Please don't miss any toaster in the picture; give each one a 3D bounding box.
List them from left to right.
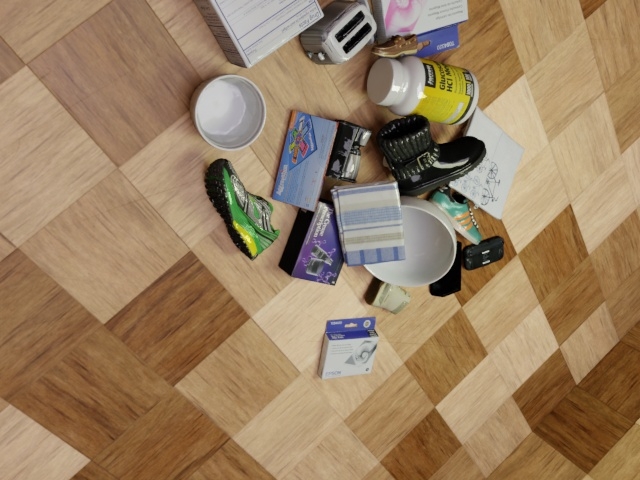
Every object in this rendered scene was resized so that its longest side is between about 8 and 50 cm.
[{"bbox_3d":[0.061,-0.605,1.747,0.227,0.146,0.129,-44,125,-8],"label":"toaster"}]

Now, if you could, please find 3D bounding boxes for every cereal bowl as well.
[{"bbox_3d":[0.290,-0.013,2.033,0.338,0.141,0.339,7,128,10],"label":"cereal bowl"}]

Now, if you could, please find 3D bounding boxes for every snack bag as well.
[{"bbox_3d":[0.616,-0.271,2.216,0.342,0.037,0.323,29,77,-35],"label":"snack bag"}]

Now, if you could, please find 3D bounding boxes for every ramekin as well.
[{"bbox_3d":[-0.265,-0.360,1.681,0.207,0.109,0.207,-11,114,-26],"label":"ramekin"}]

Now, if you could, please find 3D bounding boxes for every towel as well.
[{"bbox_3d":[0.156,-0.052,1.912,0.209,0.034,0.285,-7,117,8],"label":"towel"}]

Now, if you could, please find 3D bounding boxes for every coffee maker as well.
[{"bbox_3d":[0.059,-0.285,1.891,0.171,0.120,0.178,8,104,-31],"label":"coffee maker"}]

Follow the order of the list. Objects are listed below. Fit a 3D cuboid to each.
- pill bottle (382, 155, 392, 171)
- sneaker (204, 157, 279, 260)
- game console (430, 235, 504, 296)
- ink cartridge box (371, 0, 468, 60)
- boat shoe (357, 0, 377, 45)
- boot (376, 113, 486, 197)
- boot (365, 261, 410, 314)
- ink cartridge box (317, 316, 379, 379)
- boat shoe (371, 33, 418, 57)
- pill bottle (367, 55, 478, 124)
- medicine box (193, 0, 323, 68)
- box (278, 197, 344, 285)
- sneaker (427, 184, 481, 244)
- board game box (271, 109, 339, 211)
[{"bbox_3d":[0.271,-0.259,2.055,0.116,0.065,0.065,12,103,-33],"label":"pill bottle"},{"bbox_3d":[-0.232,-0.108,1.805,0.146,0.134,0.344,-39,133,-19],"label":"sneaker"},{"bbox_3d":[0.584,0.087,2.389,0.361,0.044,0.213,-16,118,-23],"label":"game console"},{"bbox_3d":[0.317,-0.732,1.891,0.324,0.071,0.330,-23,118,-20],"label":"ink cartridge box"},{"bbox_3d":[0.142,-0.667,1.834,0.040,0.049,0.142,-37,127,-35],"label":"boat shoe"},{"bbox_3d":[0.364,-0.307,1.941,0.347,0.131,0.260,-29,129,-6],"label":"boot"},{"bbox_3d":[0.276,0.163,2.222,0.165,0.077,0.213,25,97,-36],"label":"boot"},{"bbox_3d":[0.109,0.398,2.237,0.223,0.045,0.224,-1,109,-29],"label":"ink cartridge box"},{"bbox_3d":[0.224,-0.591,1.825,0.178,0.064,0.060,-19,128,-33],"label":"boat shoe"},{"bbox_3d":[0.323,-0.480,1.921,0.333,0.188,0.188,2,108,-31],"label":"pill bottle"},{"bbox_3d":[-0.181,-0.650,1.589,0.263,0.149,0.289,-38,124,-11],"label":"medicine box"},{"bbox_3d":[0.000,0.000,1.984,0.184,0.103,0.261,13,102,-36],"label":"box"},{"bbox_3d":[0.521,-0.095,2.238,0.302,0.108,0.121,36,94,-34],"label":"sneaker"},{"bbox_3d":[-0.048,-0.242,1.848,0.145,0.027,0.281,17,104,10],"label":"board game box"}]
